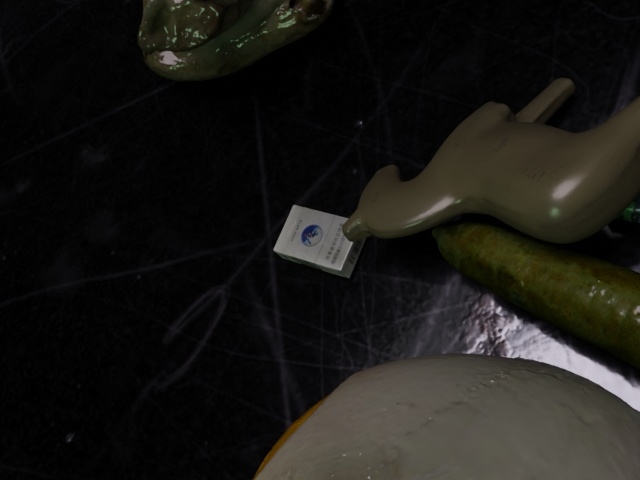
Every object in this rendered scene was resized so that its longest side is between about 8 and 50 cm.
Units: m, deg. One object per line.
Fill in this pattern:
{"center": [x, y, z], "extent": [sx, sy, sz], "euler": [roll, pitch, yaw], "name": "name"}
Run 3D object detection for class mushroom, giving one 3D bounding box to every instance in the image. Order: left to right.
{"center": [-0.105, -0.297, 0.810], "extent": [0.218, 0.212, 0.292], "euler": [4, 45, -17], "name": "mushroom"}

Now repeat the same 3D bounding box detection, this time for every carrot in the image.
{"center": [0.226, 0.055, 0.483], "extent": [0.359, 0.074, 0.074], "euler": [29, 83, 37], "name": "carrot"}

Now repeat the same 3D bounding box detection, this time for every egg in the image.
{"center": [0.070, 0.211, 0.416], "extent": [0.337, 0.201, 0.336], "euler": [-11, 65, 25], "name": "egg"}

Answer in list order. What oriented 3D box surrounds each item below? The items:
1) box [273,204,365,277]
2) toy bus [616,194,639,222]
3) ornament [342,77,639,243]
{"center": [0.000, 0.000, 0.662], "extent": [0.083, 0.024, 0.054], "euler": [16, 77, 33], "name": "box"}
{"center": [0.254, -0.058, 0.545], "extent": [0.037, 0.031, 0.083], "euler": [16, 76, 26], "name": "toy bus"}
{"center": [0.146, -0.061, 0.551], "extent": [0.245, 0.061, 0.230], "euler": [-41, 31, -9], "name": "ornament"}
